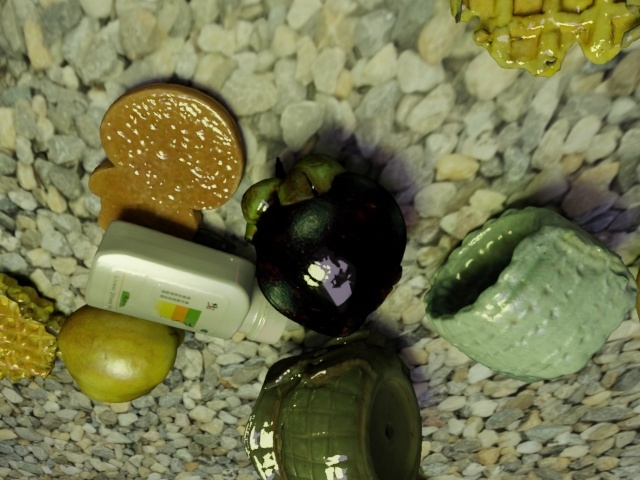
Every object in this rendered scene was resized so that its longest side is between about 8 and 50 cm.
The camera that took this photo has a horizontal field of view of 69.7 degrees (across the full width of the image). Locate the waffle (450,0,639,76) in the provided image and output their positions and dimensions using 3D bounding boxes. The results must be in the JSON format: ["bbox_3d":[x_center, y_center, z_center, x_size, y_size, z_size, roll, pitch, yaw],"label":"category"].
[{"bbox_3d":[0.227,-0.294,0.393,0.280,0.060,0.262,-42,74,23],"label":"waffle"}]

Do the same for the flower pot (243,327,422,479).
[{"bbox_3d":[0.034,0.303,0.782,0.213,0.302,0.302,-13,123,32],"label":"flower pot"}]

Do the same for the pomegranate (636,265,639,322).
[{"bbox_3d":[0.527,0.086,0.615,0.196,0.196,0.196,4,126,5],"label":"pomegranate"}]

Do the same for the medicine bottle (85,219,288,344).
[{"bbox_3d":[-0.198,0.078,0.723,0.296,0.111,0.161,19,136,-20],"label":"medicine bottle"}]

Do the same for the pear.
[{"bbox_3d":[-0.340,0.181,0.796,0.199,0.200,0.200,4,126,5],"label":"pear"}]

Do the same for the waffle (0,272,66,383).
[{"bbox_3d":[-0.637,0.168,0.906,0.328,0.062,0.329,4,124,6],"label":"waffle"}]

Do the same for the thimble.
[{"bbox_3d":[0.268,0.067,0.620,0.171,0.205,0.250,36,139,-10],"label":"thimble"}]

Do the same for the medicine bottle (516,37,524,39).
[{"bbox_3d":[0.264,-0.271,0.455,0.083,0.083,0.203,40,119,-19],"label":"medicine bottle"}]

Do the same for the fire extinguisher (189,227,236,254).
[{"bbox_3d":[-0.179,0.004,0.750,0.083,0.025,0.038,23,88,-8],"label":"fire extinguisher"}]

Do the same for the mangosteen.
[{"bbox_3d":[0.000,0.000,0.615,0.242,0.243,0.243,4,126,5],"label":"mangosteen"}]

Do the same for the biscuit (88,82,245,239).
[{"bbox_3d":[-0.229,-0.095,0.672,0.202,0.044,0.289,27,126,-17],"label":"biscuit"}]
